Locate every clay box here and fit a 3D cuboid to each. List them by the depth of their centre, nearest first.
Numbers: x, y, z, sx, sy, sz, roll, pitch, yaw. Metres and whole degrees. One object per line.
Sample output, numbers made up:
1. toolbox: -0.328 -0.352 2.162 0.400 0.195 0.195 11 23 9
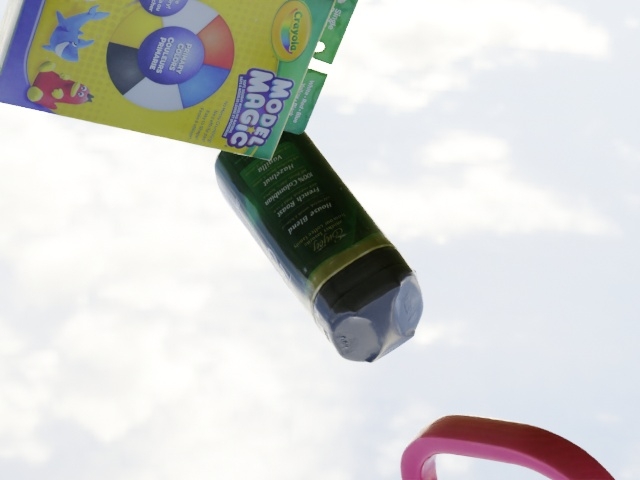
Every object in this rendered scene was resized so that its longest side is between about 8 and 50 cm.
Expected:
1. clay box: -0.089 -0.130 1.231 0.222 0.127 0.053 11 -149 -20

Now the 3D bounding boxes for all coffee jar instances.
1. coffee jar: 0.000 0.000 1.396 0.079 0.096 0.184 -33 -122 -8

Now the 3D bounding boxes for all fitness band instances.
1. fitness band: 0.209 0.279 2.026 0.291 0.209 0.054 2 -146 47
